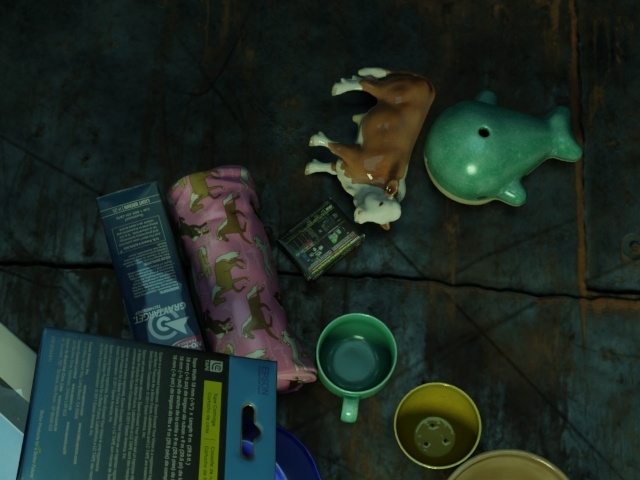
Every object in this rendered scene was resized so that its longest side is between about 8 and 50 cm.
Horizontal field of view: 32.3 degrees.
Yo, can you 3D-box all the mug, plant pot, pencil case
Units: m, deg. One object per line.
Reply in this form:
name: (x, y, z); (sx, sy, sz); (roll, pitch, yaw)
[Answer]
mug: (0.046, 0.200, 1.772); (0.129, 0.097, 0.158); (39, 75, 9)
plant pot: (0.282, 0.445, 1.694); (0.237, 0.110, 0.237); (1, 72, -2)
plant pot: (0.183, 0.301, 1.742); (0.134, 0.095, 0.134); (-1, 68, 3)
pencil case: (-0.131, 0.066, 1.776); (0.160, 0.167, 0.386); (-10, 71, -27)

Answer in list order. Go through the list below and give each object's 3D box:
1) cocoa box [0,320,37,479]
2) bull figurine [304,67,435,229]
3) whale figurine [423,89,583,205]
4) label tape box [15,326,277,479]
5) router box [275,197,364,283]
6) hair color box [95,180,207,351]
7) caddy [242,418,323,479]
cocoa box: (-0.433, 0.320, 1.654); (0.347, 0.231, 0.228); (39, 74, 9)
bull figurine: (0.086, -0.163, 1.884); (0.188, 0.101, 0.310); (19, 67, 10)
whale figurine: (0.312, -0.167, 1.871); (0.272, 0.141, 0.216); (-11, 73, -5)
label tape box: (-0.234, 0.266, 1.515); (0.333, 0.106, 0.241); (11, 52, -14)
router box: (0.000, 0.000, 1.866); (0.122, 0.038, 0.092); (-38, 76, -11)
hair color box: (-0.255, 0.101, 1.759); (0.105, 0.174, 0.347); (-17, 73, -6)
caddy: (-0.100, 0.439, 1.657); (0.241, 0.179, 0.341); (-25, 80, 13)
